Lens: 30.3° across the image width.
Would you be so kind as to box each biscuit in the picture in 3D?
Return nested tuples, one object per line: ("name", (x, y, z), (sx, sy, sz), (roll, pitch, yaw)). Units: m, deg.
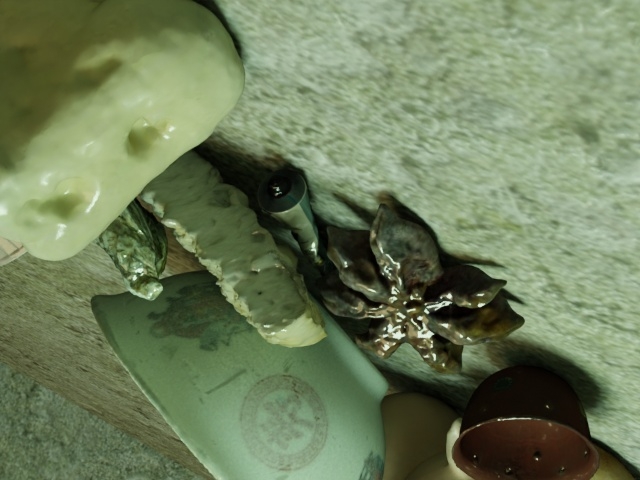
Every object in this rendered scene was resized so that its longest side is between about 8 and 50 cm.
("biscuit", (-0.088, 0.005, 1.215), (0.281, 0.084, 0.179), (47, 177, 23))

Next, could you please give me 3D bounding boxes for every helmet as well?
("helmet", (0.225, 0.198, 1.275), (0.155, 0.106, 0.175), (-11, 134, 24))

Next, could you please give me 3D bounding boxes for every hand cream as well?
("hand cream", (0.001, 0.000, 1.230), (0.075, 0.052, 0.248), (44, 176, 36))

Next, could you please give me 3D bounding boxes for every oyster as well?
("oyster", (-0.200, -0.016, 1.214), (0.125, 0.064, 0.177), (50, -176, -24))

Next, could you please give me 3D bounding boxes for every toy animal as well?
("toy animal", (0.148, 0.315, 1.459), (0.269, 0.326, 0.237), (-38, 128, 23))

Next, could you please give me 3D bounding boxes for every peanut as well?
("peanut", (0.336, 0.293, 1.407), (0.152, 0.076, 0.076), (43, 156, -20))

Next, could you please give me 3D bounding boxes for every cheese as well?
("cheese", (-0.205, -0.149, 1.023), (0.248, 0.251, 0.173), (60, -171, 29))

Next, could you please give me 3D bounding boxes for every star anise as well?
("star anise", (0.084, 0.061, 1.168), (0.212, 0.073, 0.197), (30, 140, -7))

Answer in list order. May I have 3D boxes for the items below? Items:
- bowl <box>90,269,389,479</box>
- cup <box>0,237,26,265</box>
("bowl", (-0.049, 0.167, 1.373), (0.435, 0.196, 0.435), (49, 177, 4))
("cup", (-0.362, -0.149, 1.195), (0.208, 0.288, 0.273), (-31, 122, 26))
